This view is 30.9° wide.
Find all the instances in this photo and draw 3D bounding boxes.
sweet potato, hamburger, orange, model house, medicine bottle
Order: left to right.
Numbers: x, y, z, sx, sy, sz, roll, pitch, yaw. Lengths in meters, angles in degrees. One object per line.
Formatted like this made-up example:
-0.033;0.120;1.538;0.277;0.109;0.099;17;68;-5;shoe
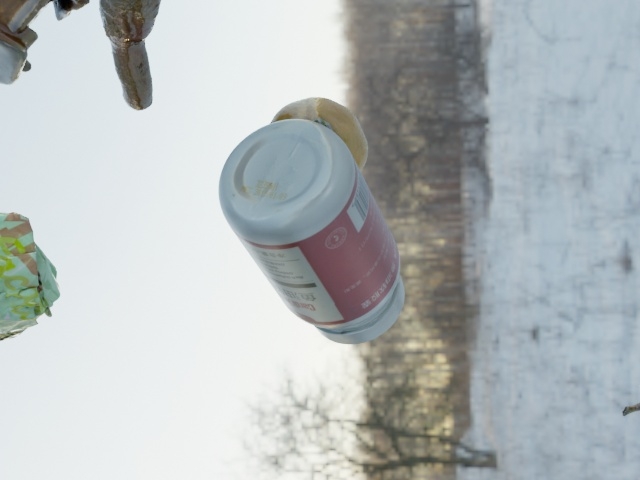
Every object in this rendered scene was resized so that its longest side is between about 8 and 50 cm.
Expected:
-0.370;0.046;1.137;0.235;0.214;0.125;-38;45;55;hamburger
-0.411;-0.336;1.507;0.229;0.220;0.199;-54;6;-18;model house
-0.304;-0.357;1.858;0.385;0.109;0.109;109;170;-50;sweet potato
-0.007;-0.138;1.713;0.134;0.157;0.156;78;-168;-82;orange
0.000;0.000;1.127;0.250;0.131;0.131;60;-152;-53;medicine bottle

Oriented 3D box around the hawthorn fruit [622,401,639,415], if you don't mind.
0.587;0.242;1.830;0.196;0.226;0.196;-17;-90;-75;hawthorn fruit
